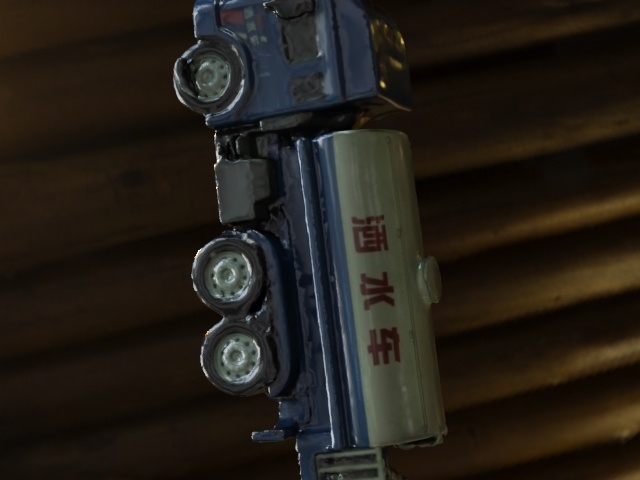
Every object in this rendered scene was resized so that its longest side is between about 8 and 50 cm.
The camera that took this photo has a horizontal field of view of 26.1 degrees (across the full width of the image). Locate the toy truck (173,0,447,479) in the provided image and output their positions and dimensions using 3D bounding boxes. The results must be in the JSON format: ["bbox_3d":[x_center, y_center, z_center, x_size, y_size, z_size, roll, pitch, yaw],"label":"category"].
[{"bbox_3d":[0.000,0.000,0.539,0.088,0.074,0.202,-8,-95,20],"label":"toy truck"}]
